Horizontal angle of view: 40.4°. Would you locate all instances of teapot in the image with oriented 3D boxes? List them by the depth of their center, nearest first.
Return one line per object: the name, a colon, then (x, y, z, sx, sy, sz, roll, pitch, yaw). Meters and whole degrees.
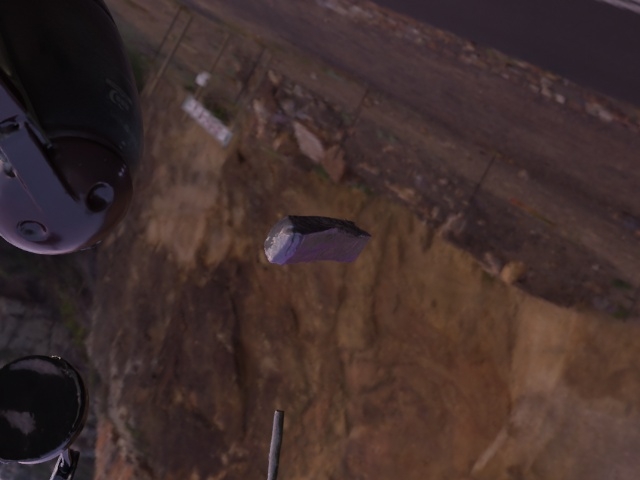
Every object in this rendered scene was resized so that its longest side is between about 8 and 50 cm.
teapot: (-0.301, -0.148, 0.857, 0.312, 0.233, 0.315, 58, 175, 40)

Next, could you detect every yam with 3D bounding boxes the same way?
yam: (-0.107, 0.499, 1.967, 0.029, 0.234, 0.027, 8, 180, 11)

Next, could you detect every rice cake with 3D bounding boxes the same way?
rice cake: (0.000, 0.000, 0.822, 0.036, 0.047, 0.206, 32, -171, 17)

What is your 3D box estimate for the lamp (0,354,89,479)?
lamp: (-0.327, 0.221, 1.002, 0.108, 0.130, 0.371, 18, 159, -9)
